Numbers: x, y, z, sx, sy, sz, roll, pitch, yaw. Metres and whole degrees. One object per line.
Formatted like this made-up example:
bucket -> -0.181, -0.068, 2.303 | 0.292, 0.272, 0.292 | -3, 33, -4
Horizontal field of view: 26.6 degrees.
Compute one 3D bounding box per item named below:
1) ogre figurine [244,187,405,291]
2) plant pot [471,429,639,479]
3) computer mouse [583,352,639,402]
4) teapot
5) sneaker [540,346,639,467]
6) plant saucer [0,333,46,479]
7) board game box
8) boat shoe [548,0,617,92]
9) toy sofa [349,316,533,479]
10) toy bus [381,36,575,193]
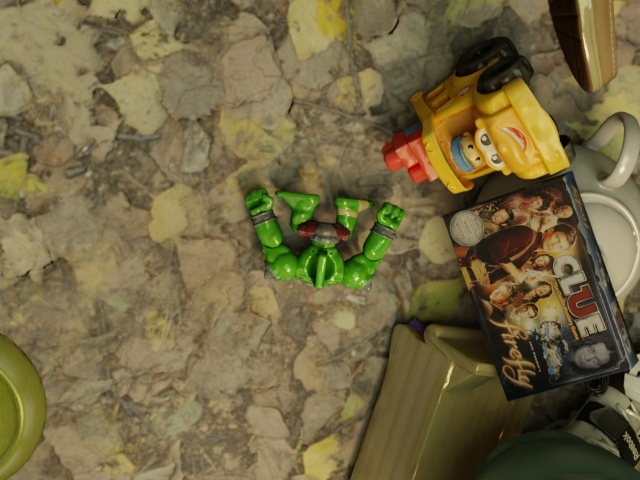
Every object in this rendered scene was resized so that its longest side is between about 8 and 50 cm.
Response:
ogre figurine -> 0.000, 0.000, 1.720 | 0.197, 0.097, 0.118 | 6, 92, -22
plant pot -> 0.286, 0.356, 1.651 | 0.293, 0.196, 0.293 | -1, 118, -3
computer mouse -> 0.434, 0.181, 1.762 | 0.193, 0.042, 0.106 | 25, 74, -10
teapot -> 0.320, -0.002, 1.719 | 0.252, 0.187, 0.256 | -26, 106, -2
sneaker -> 0.380, 0.275, 1.810 | 0.330, 0.146, 0.122 | -42, 103, 7
plant saucer -> -0.474, 0.223, 1.735 | 0.241, 0.037, 0.241 | -2, 105, -9
board game box -> 0.265, 0.057, 1.636 | 0.165, 0.042, 0.243 | -20, 90, 27
boat shoe -> 0.343, -0.354, 1.665 | 0.110, 0.121, 0.341 | -10, 104, -5
toy sofa -> 0.159, 0.292, 1.808 | 0.150, 0.177, 0.363 | 9, 103, -35
toy bus -> 0.180, -0.130, 1.654 | 0.211, 0.220, 0.149 | -29, 110, 5
